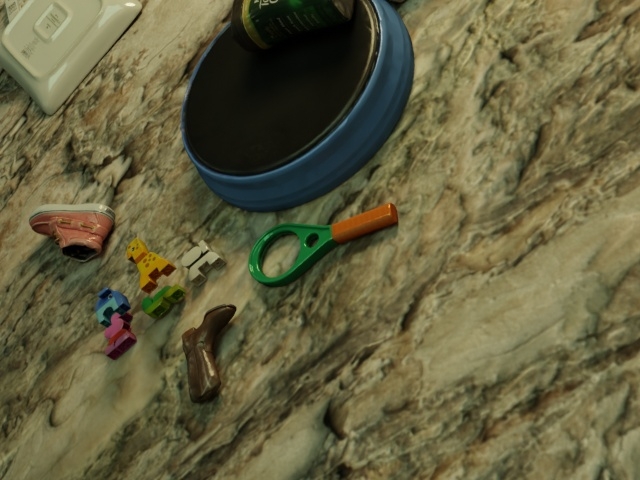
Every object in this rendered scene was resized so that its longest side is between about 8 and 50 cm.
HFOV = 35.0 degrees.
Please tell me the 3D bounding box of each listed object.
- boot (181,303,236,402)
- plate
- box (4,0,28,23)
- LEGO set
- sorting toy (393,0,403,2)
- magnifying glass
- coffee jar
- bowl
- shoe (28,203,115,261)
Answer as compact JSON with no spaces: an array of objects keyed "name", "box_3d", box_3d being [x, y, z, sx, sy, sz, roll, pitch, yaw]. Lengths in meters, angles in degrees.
[{"name":"boot","box_3d":[-0.146,0.156,1.386,0.106,0.037,0.114,-41,42,26]},{"name":"plate","box_3d":[-0.510,-0.416,1.972,0.278,0.045,0.277,-49,55,2]},{"name":"box","box_3d":[-0.581,-0.536,2.127,0.186,0.038,0.145,-37,49,13]},{"name":"LEGO set","box_3d":[-0.262,0.058,1.498,0.227,0.087,0.093,-40,48,8]},{"name":"sorting toy","box_3d":[0.063,-0.531,1.541,0.257,0.089,0.255,43,122,43]},{"name":"magnifying glass","box_3d":[0.000,0.000,1.389,0.231,0.026,0.092,-22,52,26]},{"name":"coffee jar","box_3d":[-0.045,-0.343,1.487,0.184,0.079,0.096,-13,56,30]},{"name":"bowl","box_3d":[-0.048,-0.232,1.528,0.391,0.077,0.391,-18,54,26]},{"name":"shoe","box_3d":[-0.421,-0.011,1.670,0.178,0.063,0.081,-4,56,30]}]
